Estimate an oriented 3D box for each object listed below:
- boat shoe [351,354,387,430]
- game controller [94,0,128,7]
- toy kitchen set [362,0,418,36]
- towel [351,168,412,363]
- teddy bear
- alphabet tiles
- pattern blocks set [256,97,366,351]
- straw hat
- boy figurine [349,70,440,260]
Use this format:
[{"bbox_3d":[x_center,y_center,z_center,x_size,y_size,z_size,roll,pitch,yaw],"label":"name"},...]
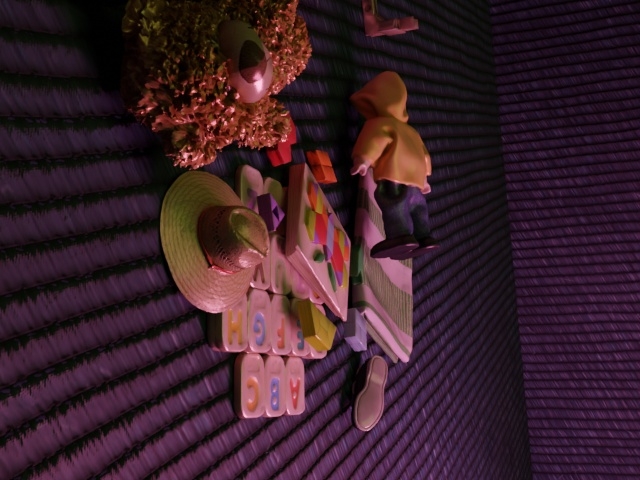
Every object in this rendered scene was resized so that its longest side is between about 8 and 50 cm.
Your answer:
[{"bbox_3d":[0.065,0.223,1.193,0.046,0.038,0.125,32,46,-20],"label":"boat shoe"},{"bbox_3d":[-0.218,-0.311,0.578,0.319,0.067,0.166,45,31,-59],"label":"game controller"},{"bbox_3d":[0.109,-0.378,1.354,0.068,0.083,0.075,-25,109,-68],"label":"toy kitchen set"},{"bbox_3d":[0.109,0.011,1.347,0.248,0.038,0.324,49,42,-55],"label":"towel"},{"bbox_3d":[-0.065,-0.197,0.801,0.338,0.113,0.245,-37,141,-72],"label":"teddy bear"},{"bbox_3d":[-0.052,0.062,0.955,0.284,0.021,0.277,24,64,-66],"label":"alphabet tiles"},{"bbox_3d":[0.000,0.000,1.044,0.325,0.026,0.285,45,38,-59],"label":"pattern blocks set"},{"bbox_3d":[-0.084,-0.002,0.795,0.144,0.061,0.144,18,68,-54],"label":"straw hat"},{"bbox_3d":[0.101,-0.117,1.237,0.177,0.092,0.285,1,74,-48],"label":"boy figurine"}]
